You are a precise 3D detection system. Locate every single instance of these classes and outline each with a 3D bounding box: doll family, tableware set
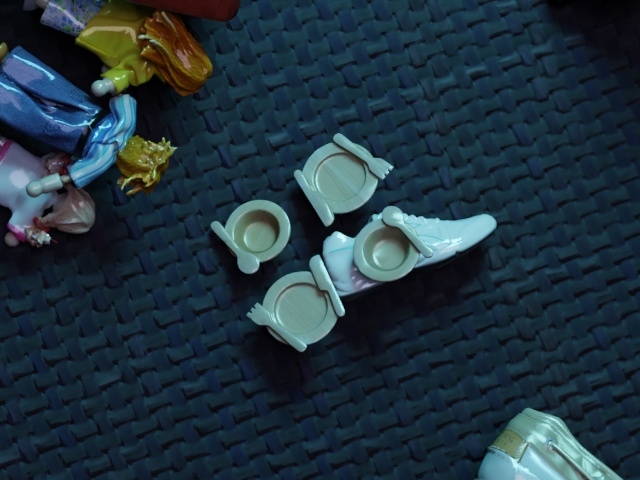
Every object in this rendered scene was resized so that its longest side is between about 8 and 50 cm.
[{"bbox_3d":[-0.180,-0.117,1.546,0.163,0.118,0.263,31,74,-5],"label":"doll family"},{"bbox_3d":[0.000,0.000,1.586,0.168,0.020,0.141,-35,67,-5],"label":"tableware set"}]

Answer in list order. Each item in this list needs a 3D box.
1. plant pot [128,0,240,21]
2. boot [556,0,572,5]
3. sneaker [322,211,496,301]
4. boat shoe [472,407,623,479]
[{"bbox_3d":[-0.156,-0.365,1.491,0.267,0.236,0.267,12,51,-10],"label":"plant pot"},{"bbox_3d":[0.229,-0.267,1.705,0.121,0.045,0.099,-23,79,-17],"label":"boot"},{"bbox_3d":[0.073,-0.001,1.612,0.152,0.054,0.061,-19,80,-14],"label":"sneaker"},{"bbox_3d":[0.267,0.242,1.575,0.302,0.113,0.103,30,80,-4],"label":"boat shoe"}]
